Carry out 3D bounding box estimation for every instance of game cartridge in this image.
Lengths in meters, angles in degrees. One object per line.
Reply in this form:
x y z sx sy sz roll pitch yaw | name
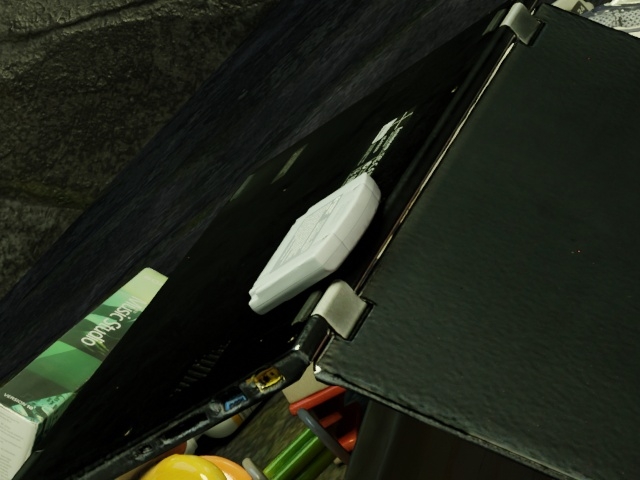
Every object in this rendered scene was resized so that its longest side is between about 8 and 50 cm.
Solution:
0.000 0.000 0.887 0.056 0.017 0.083 -37 13 35 | game cartridge

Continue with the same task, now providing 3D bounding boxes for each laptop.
0.092 0.054 1.012 0.408 0.236 0.382 -31 15 37 | laptop

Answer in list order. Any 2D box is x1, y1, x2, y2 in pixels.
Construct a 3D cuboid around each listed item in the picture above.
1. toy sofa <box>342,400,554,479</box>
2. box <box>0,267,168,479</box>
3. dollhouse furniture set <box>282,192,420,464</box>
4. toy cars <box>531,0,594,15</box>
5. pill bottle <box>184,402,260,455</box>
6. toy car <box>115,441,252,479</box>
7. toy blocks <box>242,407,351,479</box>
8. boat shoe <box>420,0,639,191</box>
0.078 0.159 1.081 0.362 0.177 0.150 -67 3 -55 | toy sofa
-0.239 0.183 1.715 0.232 0.058 0.322 -68 -9 27 | box
0.087 0.049 1.430 0.259 0.135 0.262 -29 18 13 | dollhouse furniture set
0.260 -0.254 1.804 0.393 0.087 0.176 -43 14 7 | toy cars
-0.095 0.108 1.717 0.208 0.117 0.117 -48 14 -12 | pill bottle
-0.123 0.235 1.430 0.182 0.159 0.136 -41 -20 17 | toy car
-0.026 0.201 1.242 0.148 0.123 0.054 -45 31 -3 | toy blocks
0.214 -0.113 1.309 0.340 0.127 0.158 -6 21 15 | boat shoe
